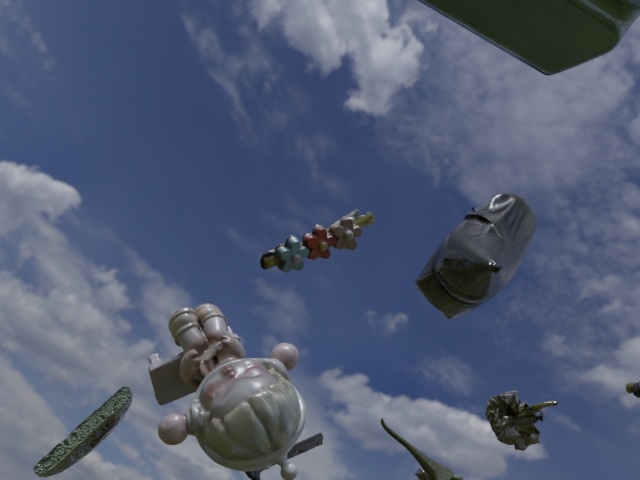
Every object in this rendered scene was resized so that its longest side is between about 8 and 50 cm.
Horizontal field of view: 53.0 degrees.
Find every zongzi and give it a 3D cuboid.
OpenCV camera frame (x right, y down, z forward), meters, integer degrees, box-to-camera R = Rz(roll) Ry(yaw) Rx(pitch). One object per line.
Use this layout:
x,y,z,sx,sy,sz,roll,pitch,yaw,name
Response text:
0.251,-0.006,0.905,0.112,0.221,0.242,41,-19,7,zongzi

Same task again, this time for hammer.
-0.087,0.555,1.669,0.027,0.297,0.125,-46,-116,30,hammer

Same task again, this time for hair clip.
0.004,0.001,1.018,0.056,0.214,0.062,18,-52,48,hair clip

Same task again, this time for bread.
-0.395,0.340,1.106,0.036,0.193,0.112,42,-27,12,bread

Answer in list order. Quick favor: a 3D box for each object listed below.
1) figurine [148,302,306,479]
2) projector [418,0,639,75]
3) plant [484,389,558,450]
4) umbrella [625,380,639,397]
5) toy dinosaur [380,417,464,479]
-0.117,0.201,0.810,0.257,0.182,0.144,38,-59,50,figurine
0.119,-0.261,0.401,0.198,0.250,0.108,21,-11,-21,projector
0.371,0.318,1.169,0.117,0.104,0.122,24,-50,-37,plant
0.598,0.260,1.121,0.040,0.037,0.144,4,-13,-25,umbrella
0.244,0.522,1.449,0.200,0.072,0.251,25,-15,46,toy dinosaur
